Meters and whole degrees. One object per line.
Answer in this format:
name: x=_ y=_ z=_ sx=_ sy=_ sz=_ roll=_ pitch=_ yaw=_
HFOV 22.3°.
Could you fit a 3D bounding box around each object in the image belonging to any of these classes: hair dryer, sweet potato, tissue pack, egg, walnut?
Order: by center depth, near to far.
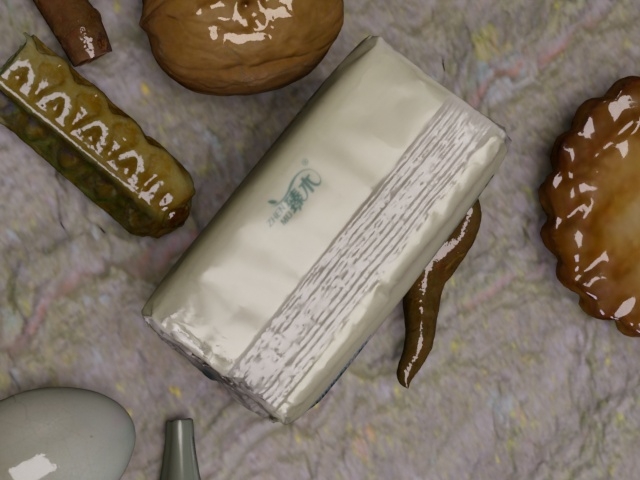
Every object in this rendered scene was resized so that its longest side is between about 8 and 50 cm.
tissue pack: x=0.000 y=0.000 z=1.716 sx=0.207 sy=0.297 sz=0.380 roll=38 pitch=81 yaw=0
egg: x=-0.297 y=0.233 z=1.731 sx=0.209 sy=0.151 sz=0.151 roll=-22 pitch=97 yaw=-21
walnut: x=-0.087 y=-0.254 z=1.749 sx=0.221 sy=0.195 sz=0.195 roll=-15 pitch=96 yaw=-9
sweet potato: x=-0.303 y=-0.323 z=1.754 sx=0.059 sy=0.067 sz=0.281 roll=-25 pitch=94 yaw=-51
hair dryer: x=-0.189 y=0.266 z=1.770 sx=0.199 sy=0.067 sz=0.167 roll=30 pitch=59 yaw=-51
sweet potato: x=0.126 y=0.048 z=1.875 sx=0.059 sy=0.069 sz=0.249 roll=29 pitch=81 yaw=-47

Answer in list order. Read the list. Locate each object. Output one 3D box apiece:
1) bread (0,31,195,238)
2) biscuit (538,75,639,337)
bread: x=-0.248 y=-0.105 z=1.762 sx=0.269 sy=0.087 sz=0.098 roll=41 pitch=82 yaw=-13
biscuit: x=0.409 y=-0.042 z=1.928 sx=0.325 sy=0.107 sz=0.326 roll=-1 pitch=94 yaw=-12
